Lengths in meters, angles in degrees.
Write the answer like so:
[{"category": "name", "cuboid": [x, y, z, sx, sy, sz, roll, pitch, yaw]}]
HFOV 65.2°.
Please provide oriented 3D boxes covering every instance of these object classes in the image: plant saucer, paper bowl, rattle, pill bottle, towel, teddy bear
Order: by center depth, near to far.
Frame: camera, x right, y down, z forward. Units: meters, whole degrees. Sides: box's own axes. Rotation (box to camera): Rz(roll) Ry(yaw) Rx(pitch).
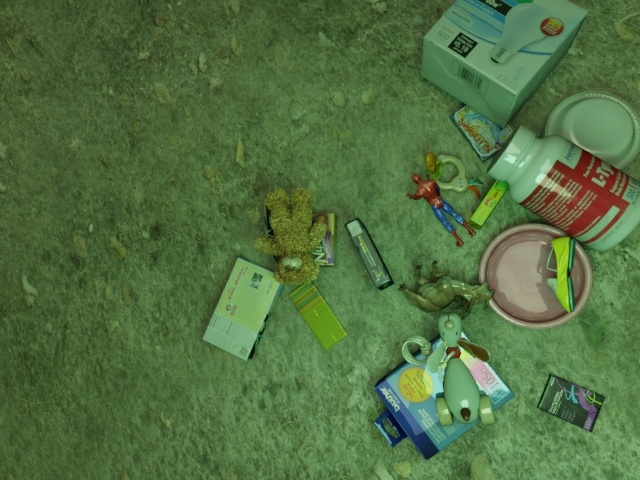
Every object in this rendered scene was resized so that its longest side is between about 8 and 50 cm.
[{"category": "pill bottle", "cuboid": [0.715, -0.165, 1.478, 0.408, 0.229, 0.229, 33, 90, 6]}, {"category": "paper bowl", "cuboid": [0.856, -0.332, 1.580, 0.284, 0.148, 0.284, -2, 80, 11]}, {"category": "plant saucer", "cuboid": [0.671, 0.114, 1.585, 0.332, 0.084, 0.332, -2, 81, 12]}, {"category": "rattle", "cuboid": [0.452, -0.223, 1.662, 0.200, 0.142, 0.130, 41, 73, 21]}, {"category": "teddy bear", "cuboid": [-0.097, -0.019, 1.695, 0.245, 0.113, 0.337, 14, 80, -8]}, {"category": "towel", "cuboid": [-0.010, 0.259, 1.752, 0.102, 0.021, 0.237, -38, 76, 11]}]

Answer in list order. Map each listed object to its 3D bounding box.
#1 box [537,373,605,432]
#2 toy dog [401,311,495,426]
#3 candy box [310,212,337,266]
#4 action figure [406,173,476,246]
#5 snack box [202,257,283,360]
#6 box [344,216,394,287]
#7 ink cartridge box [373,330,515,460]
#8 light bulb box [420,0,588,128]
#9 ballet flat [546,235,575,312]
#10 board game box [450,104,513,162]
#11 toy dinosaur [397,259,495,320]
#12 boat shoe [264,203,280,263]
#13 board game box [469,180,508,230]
[{"category": "box", "cuboid": [0.765, 0.496, 1.533, 0.162, 0.029, 0.116, 22, 87, 16]}, {"category": "toy dog", "cuboid": [0.384, 0.381, 1.417, 0.220, 0.161, 0.333, -31, 76, 6]}, {"category": "candy box", "cuboid": [0.000, 0.000, 1.771, 0.109, 0.053, 0.186, 0, 80, 13]}, {"category": "action figure", "cuboid": [0.393, -0.113, 1.690, 0.091, 0.139, 0.280, -40, 97, 1]}, {"category": "snack box", "cuboid": [-0.271, 0.243, 1.791, 0.187, 0.060, 0.321, 23, 87, 15]}, {"category": "box", "cuboid": [0.164, 0.048, 1.658, 0.059, 0.183, 0.232, -27, 77, 8]}, {"category": "ink cartridge box", "cuboid": [0.355, 0.484, 1.569, 0.395, 0.151, 0.270, -40, 75, 6]}, {"category": "light bulb box", "cuboid": [0.579, -0.635, 1.628, 0.358, 0.225, 0.361, 39, 84, 15]}, {"category": "ballet flat", "cuboid": [0.721, 0.101, 1.503, 0.077, 0.077, 0.230, -1, 78, 34]}, {"category": "board game box", "cuboid": [0.557, -0.385, 1.712, 0.136, 0.035, 0.201, -33, 75, 6]}, {"category": "toy dinosaur", "cuboid": [0.377, 0.180, 1.592, 0.296, 0.127, 0.200, -20, 116, 45]}, {"category": "boat shoe", "cuboid": [-0.149, -0.024, 1.795, 0.095, 0.079, 0.254, -10, 80, 8]}, {"category": "board game box", "cuboid": [0.557, -0.125, 1.643, 0.043, 0.092, 0.181, 34, 90, 17]}]
